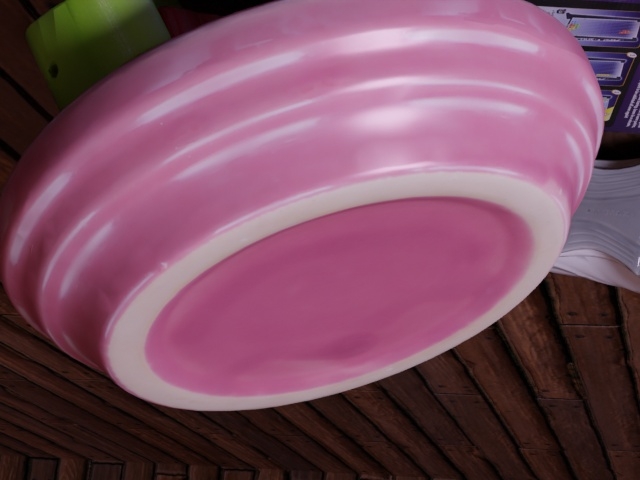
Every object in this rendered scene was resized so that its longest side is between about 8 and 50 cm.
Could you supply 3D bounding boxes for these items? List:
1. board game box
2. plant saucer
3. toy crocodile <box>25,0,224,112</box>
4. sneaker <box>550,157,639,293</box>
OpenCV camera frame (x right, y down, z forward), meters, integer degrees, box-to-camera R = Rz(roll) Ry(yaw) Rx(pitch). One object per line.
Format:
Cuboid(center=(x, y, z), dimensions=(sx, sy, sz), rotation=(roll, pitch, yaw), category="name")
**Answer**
Cuboid(center=(0.141, -0.114, 0.765), dimensions=(0.141, 0.048, 0.170), rotation=(3, 161, 2), category="board game box")
Cuboid(center=(0.000, 0.000, 0.751), dimensions=(0.332, 0.084, 0.332), rotation=(-15, 153, -8), category="plant saucer")
Cuboid(center=(-0.034, -0.072, 0.814), dimensions=(0.105, 0.115, 0.340), rotation=(-34, 151, 28), category="toy crocodile")
Cuboid(center=(0.209, -0.015, 0.983), dimensions=(0.297, 0.111, 0.129), rotation=(14, -178, 9), category="sneaker")
